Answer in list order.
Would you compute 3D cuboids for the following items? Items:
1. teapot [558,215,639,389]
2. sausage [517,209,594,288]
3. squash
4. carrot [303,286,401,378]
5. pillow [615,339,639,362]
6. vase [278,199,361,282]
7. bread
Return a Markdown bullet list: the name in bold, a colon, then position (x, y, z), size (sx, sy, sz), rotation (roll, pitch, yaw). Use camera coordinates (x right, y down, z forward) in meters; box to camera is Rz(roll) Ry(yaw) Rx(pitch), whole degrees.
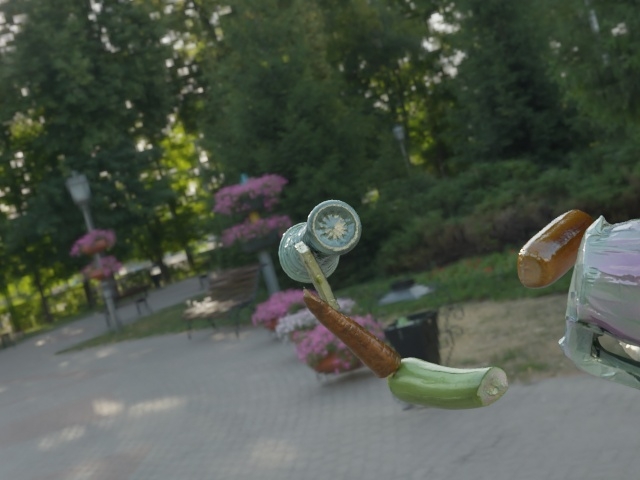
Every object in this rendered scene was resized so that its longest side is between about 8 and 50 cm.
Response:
- **teapot**: position (0.394, 0.068, 1.155), size (0.178, 0.221, 0.163), rotation (7, 47, 16)
- **sausage**: position (0.499, 0.015, 1.963), size (0.105, 0.105, 0.274), rotation (-13, 12, 43)
- **squash**: position (0.208, 0.247, 1.607), size (0.083, 0.083, 0.250), rotation (-18, 8, -36)
- **carrot**: position (0.044, 0.158, 1.624), size (0.057, 0.224, 0.057), rotation (-42, 21, 21)
- **pillow**: position (0.606, 0.101, 1.531), size (0.270, 0.067, 0.173), rotation (-47, 11, 12)
- **vase**: position (0.000, 0.000, 1.989), size (0.143, 0.143, 0.299), rotation (-16, -8, -13)
- **bread**: position (-0.007, 0.074, 1.913), size (0.028, 0.153, 0.068), rotation (-28, 20, -6)
